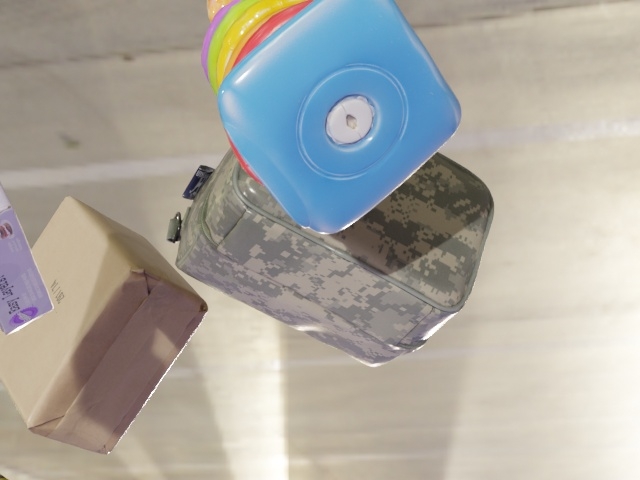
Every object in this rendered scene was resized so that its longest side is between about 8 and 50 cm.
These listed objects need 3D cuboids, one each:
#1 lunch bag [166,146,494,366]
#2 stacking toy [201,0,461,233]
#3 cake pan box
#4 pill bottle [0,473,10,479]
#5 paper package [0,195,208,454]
[{"bbox_3d":[0.000,0.000,1.533,0.305,0.213,0.256,28,141,-9],"label":"lunch bag"},{"bbox_3d":[-0.037,-0.152,1.155,0.165,0.302,0.175,-40,126,-2],"label":"stacking toy"},{"bbox_3d":[-0.363,-0.057,1.400,0.070,0.246,0.267,-25,157,-12],"label":"cake pan box"},{"bbox_3d":[-0.303,0.329,1.417,0.208,0.119,0.119,31,164,10],"label":"pill bottle"},{"bbox_3d":[-0.372,0.133,2.214,0.168,0.309,0.325,32,-175,-36],"label":"paper package"}]
